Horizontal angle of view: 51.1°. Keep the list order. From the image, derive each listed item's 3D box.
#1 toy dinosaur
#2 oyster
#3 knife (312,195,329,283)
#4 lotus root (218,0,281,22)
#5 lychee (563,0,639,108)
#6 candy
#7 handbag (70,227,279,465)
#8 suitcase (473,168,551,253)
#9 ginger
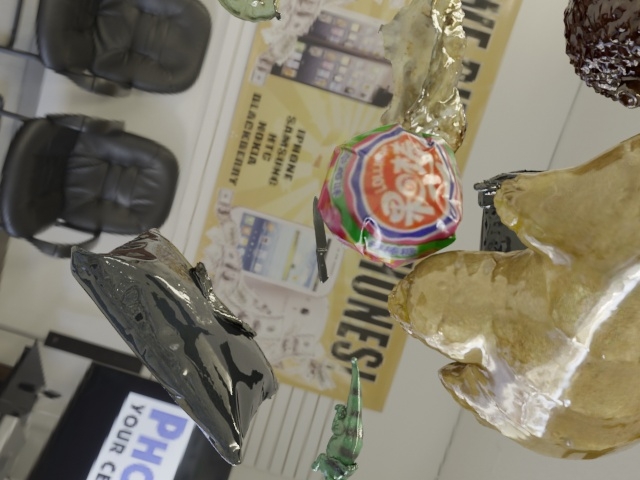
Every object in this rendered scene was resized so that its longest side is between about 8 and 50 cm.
[{"bbox_3d":[0.047,0.397,1.376,0.120,0.079,0.292,131,-25,-59],"label":"toy dinosaur"},{"bbox_3d":[0.126,-0.187,0.788,0.161,0.107,0.233,-132,-130,-80],"label":"oyster"},{"bbox_3d":[0.000,0.000,1.198,0.010,0.023,0.170,-141,-140,-58],"label":"knife"},{"bbox_3d":[-0.099,-0.456,1.062,0.078,0.183,0.204,-46,130,-41],"label":"lotus root"},{"bbox_3d":[0.293,-0.185,0.533,0.194,0.194,0.194,-163,-90,-90],"label":"lychee"},{"bbox_3d":[0.050,-0.021,0.680,0.365,0.124,0.124,115,-8,-82],"label":"candy"},{"bbox_3d":[-0.138,0.096,0.717,0.088,0.254,0.211,-38,180,9],"label":"handbag"},{"bbox_3d":[0.443,0.044,1.213,0.188,0.339,0.345,-13,107,-67],"label":"suitcase"},{"bbox_3d":[0.182,0.033,0.506,0.166,0.236,0.375,-33,136,-38],"label":"ginger"}]
